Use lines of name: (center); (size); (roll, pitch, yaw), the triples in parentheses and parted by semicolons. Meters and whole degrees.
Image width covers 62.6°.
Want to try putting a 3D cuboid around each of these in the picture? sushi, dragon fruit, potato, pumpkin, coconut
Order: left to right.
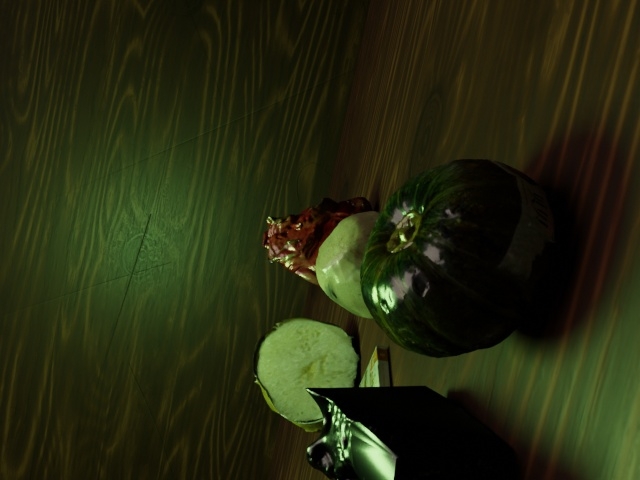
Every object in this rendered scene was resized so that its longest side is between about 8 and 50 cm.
potato: (-0.013, 0.428, 1.543); (0.397, 0.290, 0.296); (34, 152, 44)
dragon fruit: (0.003, -0.008, 1.530); (0.286, 0.329, 0.228); (-89, 19, -63)
coconut: (0.107, 0.055, 1.055); (0.224, 0.224, 0.224); (-168, 90, -84)
sushi: (0.108, 0.313, 0.672); (0.227, 0.215, 0.212); (7, 91, 63)
pumpkin: (0.171, 0.028, 0.658); (0.260, 0.189, 0.260); (-50, 18, 23)

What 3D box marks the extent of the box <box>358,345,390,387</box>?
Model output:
box: (0.110, 0.355, 1.192); (0.122, 0.032, 0.220); (-86, 9, -53)
